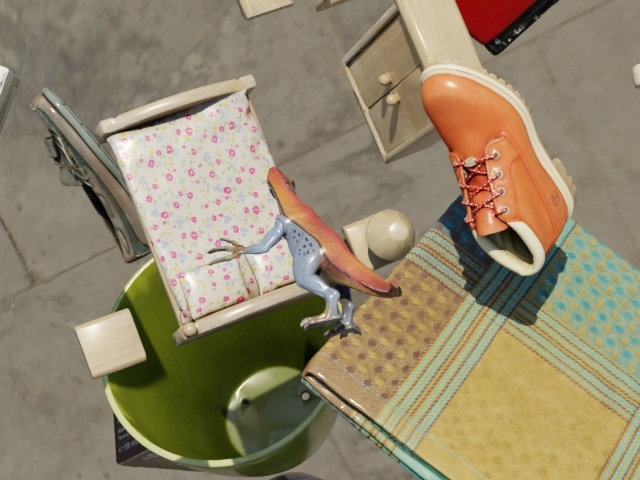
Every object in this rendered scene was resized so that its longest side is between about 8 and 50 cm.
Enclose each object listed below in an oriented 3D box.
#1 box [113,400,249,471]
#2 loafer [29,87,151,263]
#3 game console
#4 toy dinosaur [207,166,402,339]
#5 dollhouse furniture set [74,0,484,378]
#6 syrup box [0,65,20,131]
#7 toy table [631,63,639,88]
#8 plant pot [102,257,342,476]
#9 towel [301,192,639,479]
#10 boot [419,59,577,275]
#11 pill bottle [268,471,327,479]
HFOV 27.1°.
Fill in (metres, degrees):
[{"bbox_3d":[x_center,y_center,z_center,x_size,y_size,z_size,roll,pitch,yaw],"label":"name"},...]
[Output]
[{"bbox_3d":[-0.179,0.201,1.844,0.167,0.168,0.203,12,59,-38],"label":"box"},{"bbox_3d":[-0.300,-0.079,1.752,0.084,0.096,0.267,-41,114,-3],"label":"loafer"},{"bbox_3d":[0.198,-0.263,1.316,0.085,0.124,0.144,44,114,-13],"label":"game console"},{"bbox_3d":[0.000,0.000,0.562,0.047,0.090,0.082,15,58,-51],"label":"toy dinosaur"},{"bbox_3d":[-0.064,-0.097,1.064,0.356,0.174,0.303,-21,87,-18],"label":"dollhouse furniture set"},{"bbox_3d":[-0.322,-0.116,1.138,0.096,0.237,0.093,20,91,-11],"label":"syrup box"},{"bbox_3d":[0.486,-0.213,1.483,0.252,0.161,0.274,2,84,5],"label":"toy table"},{"bbox_3d":[-0.083,0.171,1.571,0.275,0.293,0.274,-4,65,9],"label":"plant pot"},{"bbox_3d":[0.203,0.129,0.972,0.370,0.040,0.271,38,55,10],"label":"towel"},{"bbox_3d":[0.115,-0.048,0.897,0.158,0.059,0.084,48,49,-22],"label":"boot"},{"bbox_3d":[0.027,0.389,1.656,0.153,0.265,0.153,-4,97,-35],"label":"pill bottle"}]
